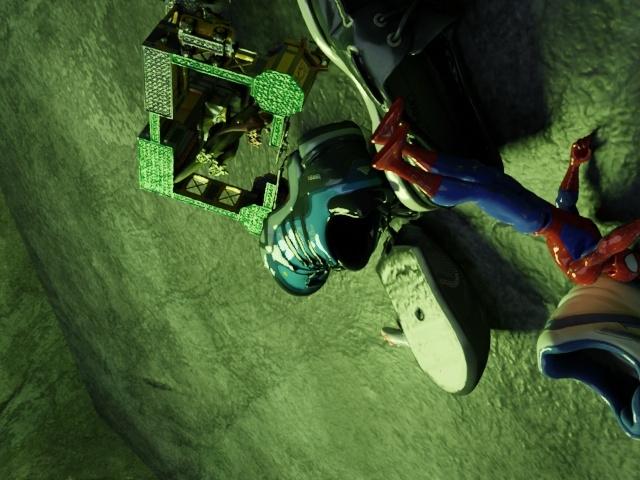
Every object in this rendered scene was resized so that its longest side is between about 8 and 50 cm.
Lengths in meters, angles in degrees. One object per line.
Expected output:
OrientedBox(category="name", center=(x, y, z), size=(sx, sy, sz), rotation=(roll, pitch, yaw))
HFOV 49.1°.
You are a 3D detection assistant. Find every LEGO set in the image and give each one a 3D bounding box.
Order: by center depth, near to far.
OrientedBox(category="LEGO set", center=(-0.107, -0.183, 0.912), size=(0.255, 0.192, 0.331), rotation=(12, 140, 9))

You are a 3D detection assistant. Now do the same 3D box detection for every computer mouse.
OrientedBox(category="computer mouse", center=(0.140, 0.052, 0.857), size=(0.188, 0.072, 0.272), rotation=(-27, 84, 61))

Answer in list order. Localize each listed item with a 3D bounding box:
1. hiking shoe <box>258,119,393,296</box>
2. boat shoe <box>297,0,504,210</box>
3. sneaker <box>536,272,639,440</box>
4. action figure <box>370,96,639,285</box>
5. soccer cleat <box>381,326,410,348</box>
OrientedBox(category="hiking shoe", center=(0.000, 0.000, 0.860), size=(0.132, 0.113, 0.304), rotation=(62, 156, 29))
OrientedBox(category="boat shoe", center=(0.083, -0.175, 0.656), size=(0.113, 0.127, 0.340), rotation=(5, 125, 50))
OrientedBox(category="sneaker", center=(0.333, 0.149, 0.621), size=(0.296, 0.131, 0.112), rotation=(30, 139, 33))
OrientedBox(category="action figure", center=(0.197, -0.055, 0.613), size=(0.280, 0.091, 0.139), rotation=(30, 121, -16))
OrientedBox(category="soccer cleat", center=(0.123, 0.138, 0.992), size=(0.083, 0.029, 0.035), rotation=(29, 131, 31))
